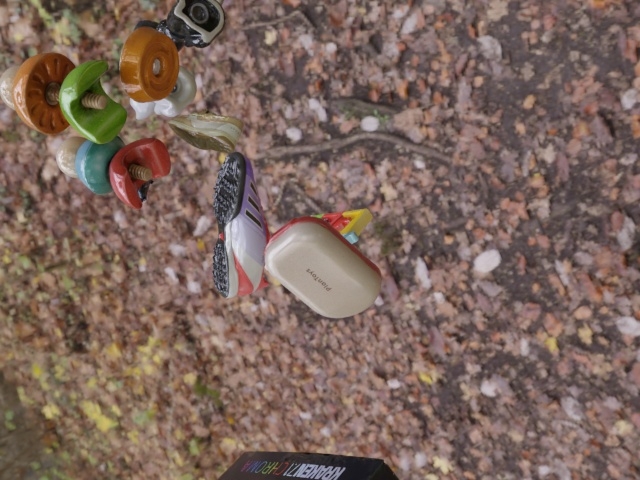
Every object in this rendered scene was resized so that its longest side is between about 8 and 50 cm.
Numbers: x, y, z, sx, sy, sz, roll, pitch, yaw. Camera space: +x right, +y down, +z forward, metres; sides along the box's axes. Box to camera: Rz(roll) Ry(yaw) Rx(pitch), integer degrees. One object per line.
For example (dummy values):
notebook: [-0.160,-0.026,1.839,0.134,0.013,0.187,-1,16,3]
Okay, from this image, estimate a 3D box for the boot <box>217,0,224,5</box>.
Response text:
boot: [-0.269,-0.602,1.824,0.086,0.069,0.190,-49,20,56]

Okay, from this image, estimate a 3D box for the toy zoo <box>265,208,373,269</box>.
toy zoo: [0.000,0.000,1.735,0.293,0.192,0.030,-4,125,56]

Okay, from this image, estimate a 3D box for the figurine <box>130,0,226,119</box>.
figurine: [-0.269,-0.315,1.314,0.209,0.092,0.215,4,72,63]

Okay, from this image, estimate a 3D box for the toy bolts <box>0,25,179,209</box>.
toy bolts: [-0.304,-0.175,1.012,0.158,0.218,0.229,14,136,23]

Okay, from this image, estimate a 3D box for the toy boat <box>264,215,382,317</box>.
toy boat: [0.013,0.034,1.385,0.151,0.151,0.231,-36,114,30]

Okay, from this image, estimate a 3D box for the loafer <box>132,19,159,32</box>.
loafer: [-0.329,-0.343,1.508,0.076,0.078,0.223,6,148,15]

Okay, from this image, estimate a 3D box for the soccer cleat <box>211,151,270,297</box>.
soccer cleat: [-0.156,-0.033,1.544,0.108,0.116,0.318,37,128,53]

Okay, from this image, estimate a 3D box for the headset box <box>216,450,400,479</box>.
headset box: [-0.070,0.306,0.554,0.131,0.283,0.246,55,148,-8]

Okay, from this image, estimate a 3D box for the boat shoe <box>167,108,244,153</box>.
boat shoe: [-0.150,-0.149,0.982,0.135,0.045,0.050,21,161,40]

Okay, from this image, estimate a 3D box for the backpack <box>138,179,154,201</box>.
backpack: [-0.500,-0.177,1.972,0.105,0.084,0.114,-85,-3,-48]
